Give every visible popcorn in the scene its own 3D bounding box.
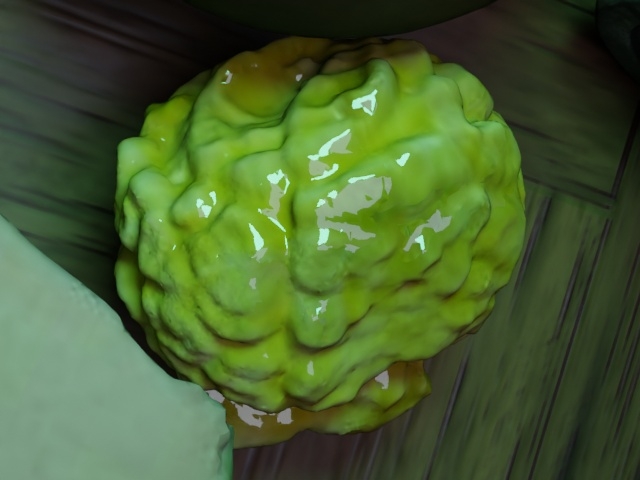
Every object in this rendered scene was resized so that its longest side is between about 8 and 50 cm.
[{"bbox_3d":[0.000,0.000,0.809,0.180,0.170,0.180,9,73,-31],"label":"popcorn"}]

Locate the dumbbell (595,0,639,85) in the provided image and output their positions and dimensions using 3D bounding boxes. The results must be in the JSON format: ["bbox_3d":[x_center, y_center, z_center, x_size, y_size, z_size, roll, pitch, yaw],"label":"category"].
[{"bbox_3d":[0.271,-0.190,0.893,0.179,0.179,0.406,34,81,-22],"label":"dumbbell"}]

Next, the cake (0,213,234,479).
[{"bbox_3d":[-0.228,0.117,0.638,0.293,0.314,0.306,36,71,-24],"label":"cake"}]

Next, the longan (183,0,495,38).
[{"bbox_3d":[0.014,-0.237,0.728,0.319,0.319,0.318,-2,95,-23],"label":"longan"}]
